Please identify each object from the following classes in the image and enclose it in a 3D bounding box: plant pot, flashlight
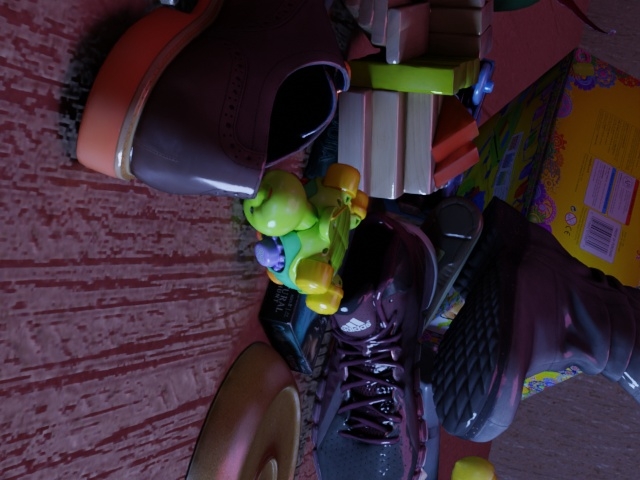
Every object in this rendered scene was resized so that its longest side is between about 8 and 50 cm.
[{"bbox_3d":[-0.057,0.193,1.148,0.236,0.032,0.236,12,90,-77],"label":"plant pot"},{"bbox_3d":[0.097,0.249,1.750,0.103,0.103,0.304,-53,148,-52],"label":"flashlight"}]

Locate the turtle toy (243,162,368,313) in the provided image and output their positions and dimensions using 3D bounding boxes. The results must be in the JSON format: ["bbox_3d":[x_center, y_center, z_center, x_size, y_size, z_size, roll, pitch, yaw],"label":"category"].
[{"bbox_3d":[-0.013,-0.010,1.059,0.130,0.066,0.095,64,40,-69],"label":"turtle toy"}]

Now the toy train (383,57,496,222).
[{"bbox_3d":[0.114,-0.105,1.501,0.105,0.080,0.184,71,37,-75],"label":"toy train"}]

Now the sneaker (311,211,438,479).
[{"bbox_3d":[0.031,0.106,1.332,0.162,0.106,0.281,41,52,-70],"label":"sneaker"}]

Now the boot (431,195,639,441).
[{"bbox_3d":[0.229,0.096,1.401,0.118,0.223,0.338,-56,-172,33],"label":"boot"}]

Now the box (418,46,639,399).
[{"bbox_3d":[0.256,-0.012,1.748,0.279,0.177,0.290,-39,-152,61],"label":"box"}]

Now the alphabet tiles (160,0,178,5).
[{"bbox_3d":[-0.045,-0.296,0.766,0.285,0.011,0.342,90,18,-46],"label":"alphabet tiles"}]

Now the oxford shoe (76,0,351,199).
[{"bbox_3d":[-0.028,-0.091,0.813,0.271,0.098,0.097,-57,167,-54],"label":"oxford shoe"}]

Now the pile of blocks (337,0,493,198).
[{"bbox_3d":[0.099,-0.199,1.194,0.149,0.113,0.362,35,62,-69],"label":"pile of blocks"}]

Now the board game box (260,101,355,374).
[{"bbox_3d":[0.000,0.000,1.219,0.126,0.026,0.186,71,34,-66],"label":"board game box"}]

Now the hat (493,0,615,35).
[{"bbox_3d":[0.229,-0.278,1.583,0.173,0.184,0.208,71,34,-67],"label":"hat"}]

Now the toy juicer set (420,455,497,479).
[{"bbox_3d":[0.131,0.333,1.674,0.329,0.089,0.209,29,90,-56],"label":"toy juicer set"}]

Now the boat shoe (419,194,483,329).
[{"bbox_3d":[0.091,0.045,1.459,0.190,0.068,0.072,-49,169,2],"label":"boat shoe"}]
